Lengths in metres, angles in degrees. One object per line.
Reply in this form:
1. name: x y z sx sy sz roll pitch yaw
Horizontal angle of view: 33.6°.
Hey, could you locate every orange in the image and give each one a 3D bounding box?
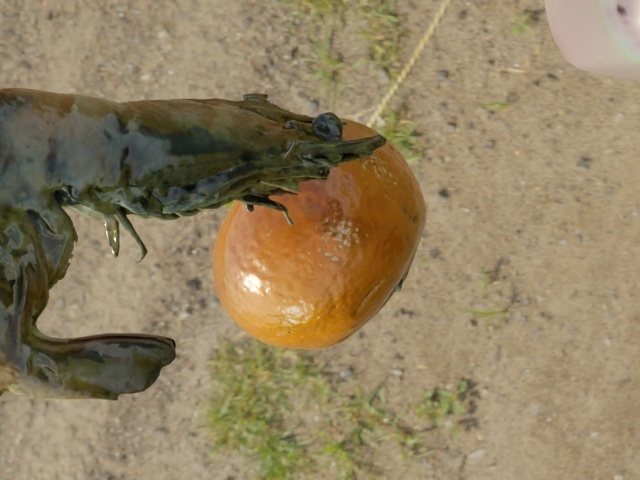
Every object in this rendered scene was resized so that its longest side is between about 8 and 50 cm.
1. orange: 0.000 0.000 0.952 0.170 0.224 0.224 27 114 -1

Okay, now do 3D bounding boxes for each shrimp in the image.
1. shrimp: -0.084 -0.003 0.584 0.058 0.296 0.169 -13 83 61

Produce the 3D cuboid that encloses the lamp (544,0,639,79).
1. lamp: 0.200 -0.195 0.347 0.247 0.247 0.301 10 96 -5
